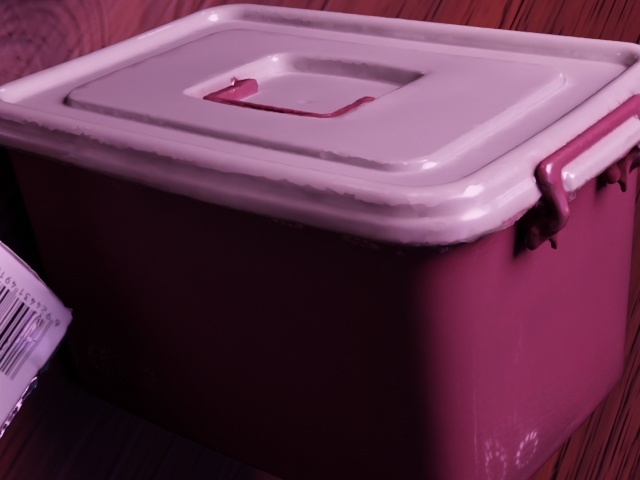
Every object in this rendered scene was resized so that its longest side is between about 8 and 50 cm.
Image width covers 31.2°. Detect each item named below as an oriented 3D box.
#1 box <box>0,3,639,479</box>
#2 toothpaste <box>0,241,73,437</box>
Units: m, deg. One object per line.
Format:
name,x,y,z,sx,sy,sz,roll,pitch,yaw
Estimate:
box,0.000,0.000,0.534,0.193,0.294,0.168,-30,124,-43
toothpaste,-0.221,0.142,0.433,0.067,0.081,0.337,51,56,-35
